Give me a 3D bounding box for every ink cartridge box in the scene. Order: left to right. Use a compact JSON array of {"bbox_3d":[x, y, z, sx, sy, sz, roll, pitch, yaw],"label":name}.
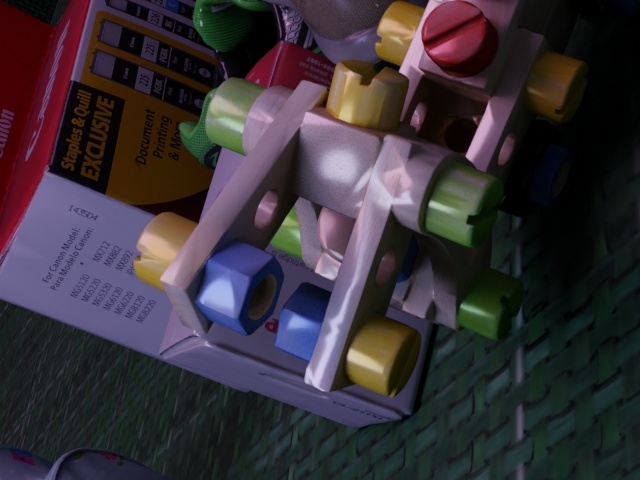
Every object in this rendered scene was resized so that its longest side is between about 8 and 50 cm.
[{"bbox_3d":[-0.134,-0.083,0.961,0.130,0.272,0.309,-52,25,37],"label":"ink cartridge box"},{"bbox_3d":[0.000,0.000,0.729,0.072,0.127,0.175,-29,42,62],"label":"ink cartridge box"}]

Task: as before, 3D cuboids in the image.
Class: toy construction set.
[{"bbox_3d":[0.069,-0.090,0.561,0.327,0.151,0.215,-54,-23,6],"label":"toy construction set"}]

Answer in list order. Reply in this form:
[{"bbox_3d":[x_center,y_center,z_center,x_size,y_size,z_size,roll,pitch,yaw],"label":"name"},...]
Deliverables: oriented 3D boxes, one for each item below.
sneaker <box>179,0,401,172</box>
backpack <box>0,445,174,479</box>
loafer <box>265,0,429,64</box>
[{"bbox_3d":[0.003,-0.178,0.896,0.134,0.146,0.343,-39,33,54],"label":"sneaker"},{"bbox_3d":[-0.159,0.214,0.820,0.144,0.188,0.166,-55,22,32],"label":"backpack"},{"bbox_3d":[-0.007,-0.182,0.751,0.094,0.087,0.251,-35,33,-3],"label":"loafer"}]
